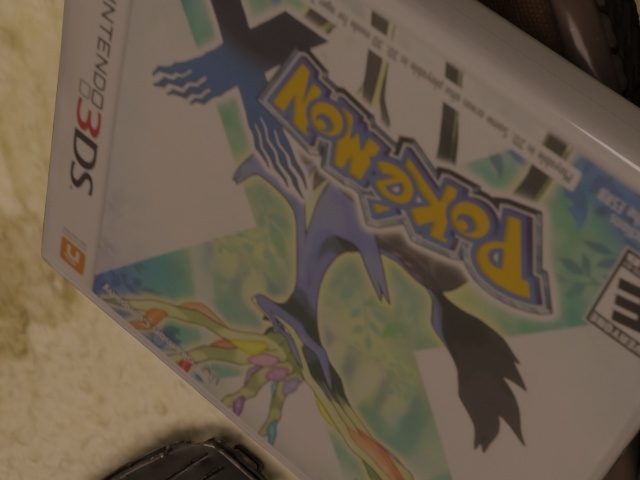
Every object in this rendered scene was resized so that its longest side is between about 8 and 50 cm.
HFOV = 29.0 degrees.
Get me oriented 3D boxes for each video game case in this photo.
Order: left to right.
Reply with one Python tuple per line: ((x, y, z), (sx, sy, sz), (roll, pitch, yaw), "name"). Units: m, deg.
((0.000, 0.000, 0.573), (0.329, 0.036, 0.300), (37, 139, 17), "video game case")

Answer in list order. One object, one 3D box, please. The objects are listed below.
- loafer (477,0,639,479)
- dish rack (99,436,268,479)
((0.094, 0.022, 0.605), (0.130, 0.134, 0.366), (1, 122, 15), "loafer")
((-0.052, 0.258, 0.836), (0.208, 0.074, 0.271), (-36, 107, 30), "dish rack")
